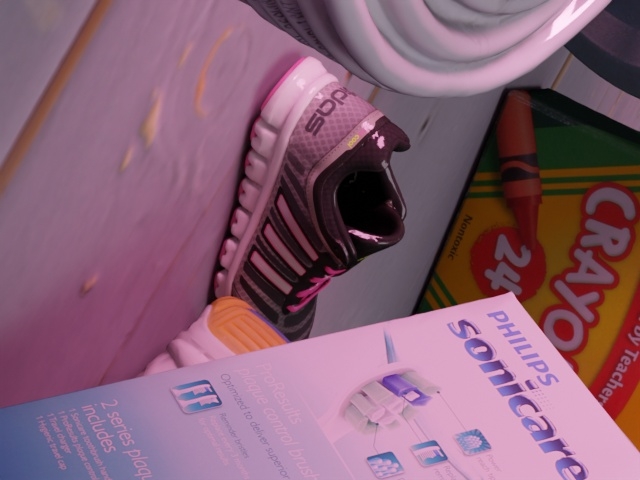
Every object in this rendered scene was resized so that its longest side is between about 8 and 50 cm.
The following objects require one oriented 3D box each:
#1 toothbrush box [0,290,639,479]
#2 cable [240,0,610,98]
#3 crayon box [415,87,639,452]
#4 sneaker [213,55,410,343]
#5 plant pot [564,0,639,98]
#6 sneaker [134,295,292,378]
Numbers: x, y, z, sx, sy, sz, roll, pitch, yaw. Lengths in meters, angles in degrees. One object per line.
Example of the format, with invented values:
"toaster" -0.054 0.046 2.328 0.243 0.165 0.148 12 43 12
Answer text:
"toothbrush box" -0.034 0.163 0.731 0.296 0.126 0.216 -12 133 -23
"cable" 0.049 -0.160 0.414 0.257 0.089 0.257 -22 137 -58
"crayon box" 0.226 0.059 1.100 0.081 0.318 0.202 -11 125 -63
"sneaker" 0.000 0.000 0.854 0.063 0.075 0.170 -36 147 -49
"plant pot" 0.225 -0.210 0.898 0.255 0.272 0.271 -38 151 -18
"sneaker" -0.057 0.149 0.895 0.131 0.112 0.296 -40 146 -19
